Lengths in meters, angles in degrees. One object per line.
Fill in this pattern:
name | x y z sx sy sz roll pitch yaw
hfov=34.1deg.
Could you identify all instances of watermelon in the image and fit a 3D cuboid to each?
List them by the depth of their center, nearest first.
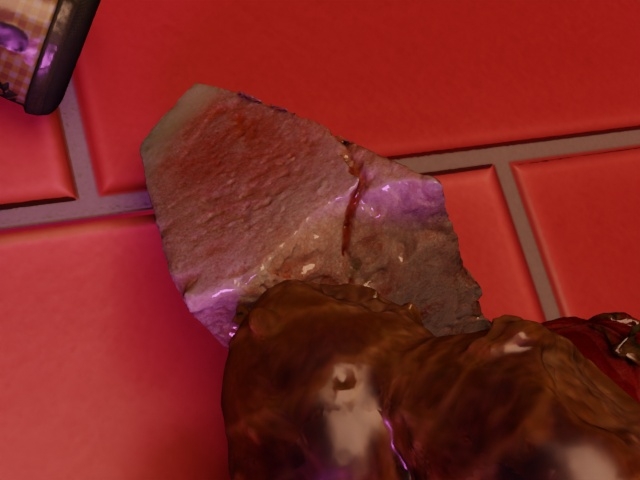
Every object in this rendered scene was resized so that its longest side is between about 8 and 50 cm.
watermelon | 0.000 0.000 0.806 0.193 0.232 0.310 -30 98 4

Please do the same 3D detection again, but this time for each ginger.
ginger | 0.079 0.178 0.625 0.357 0.152 0.274 14 86 23

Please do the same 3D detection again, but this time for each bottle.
bottle | -0.313 -0.199 0.801 0.271 0.143 0.156 21 103 -15

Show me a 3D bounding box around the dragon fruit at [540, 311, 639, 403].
dragon fruit | 0.197 0.188 0.782 0.244 0.244 0.299 38 50 -4
